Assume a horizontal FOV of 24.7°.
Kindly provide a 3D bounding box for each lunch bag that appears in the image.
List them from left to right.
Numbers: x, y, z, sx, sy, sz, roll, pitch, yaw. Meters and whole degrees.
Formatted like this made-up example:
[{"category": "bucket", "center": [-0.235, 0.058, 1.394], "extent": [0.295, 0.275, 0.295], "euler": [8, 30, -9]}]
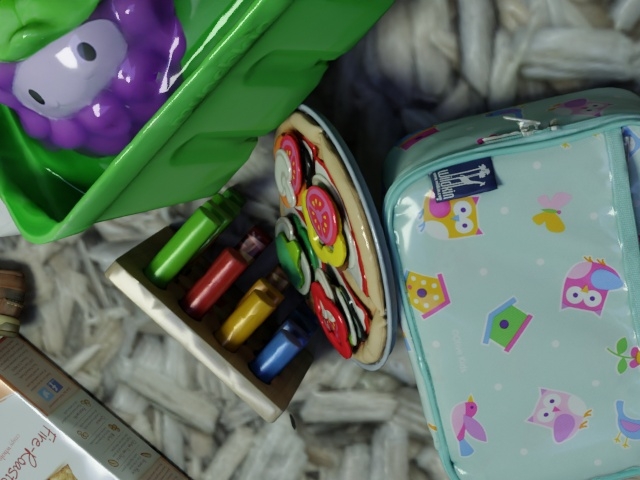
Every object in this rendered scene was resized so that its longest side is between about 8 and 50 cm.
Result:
[{"category": "lunch bag", "center": [0.167, 0.036, 1.022], "extent": [0.224, 0.108, 0.279], "euler": [-12, 108, 7]}]

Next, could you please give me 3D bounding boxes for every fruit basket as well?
[{"category": "fruit basket", "center": [-0.146, -0.209, 0.903], "extent": [0.392, 0.392, 0.283], "euler": [-45, 60, 27]}]

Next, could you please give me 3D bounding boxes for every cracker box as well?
[{"category": "cracker box", "center": [-0.231, 0.213, 1.266], "extent": [0.232, 0.067, 0.156], "euler": [39, 117, 0]}]

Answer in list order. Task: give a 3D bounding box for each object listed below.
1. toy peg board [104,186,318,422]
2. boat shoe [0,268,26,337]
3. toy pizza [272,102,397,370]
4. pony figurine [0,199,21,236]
[{"category": "toy peg board", "center": [-0.058, 0.036, 1.095], "extent": [0.160, 0.161, 0.079], "euler": [42, 103, -1]}, {"category": "boat shoe", "center": [-0.331, 0.033, 1.239], "extent": [0.178, 0.064, 0.060], "euler": [15, 83, 11]}, {"category": "toy pizza", "center": [0.000, 0.000, 1.047], "extent": [0.032, 0.201, 0.201], "euler": [-18, 108, -16]}, {"category": "pony figurine", "center": [-0.369, -0.069, 1.113], "extent": [0.351, 0.303, 0.363], "euler": [-19, 82, 23]}]
